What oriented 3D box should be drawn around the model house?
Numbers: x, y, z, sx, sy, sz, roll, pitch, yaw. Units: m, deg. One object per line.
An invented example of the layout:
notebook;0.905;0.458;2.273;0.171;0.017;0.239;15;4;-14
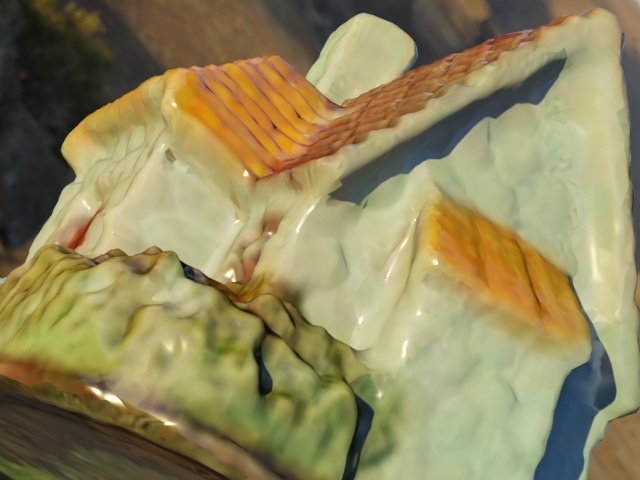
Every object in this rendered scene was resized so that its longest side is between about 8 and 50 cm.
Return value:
model house;0.000;0.000;0.888;0.297;0.339;0.360;34;-20;-18
